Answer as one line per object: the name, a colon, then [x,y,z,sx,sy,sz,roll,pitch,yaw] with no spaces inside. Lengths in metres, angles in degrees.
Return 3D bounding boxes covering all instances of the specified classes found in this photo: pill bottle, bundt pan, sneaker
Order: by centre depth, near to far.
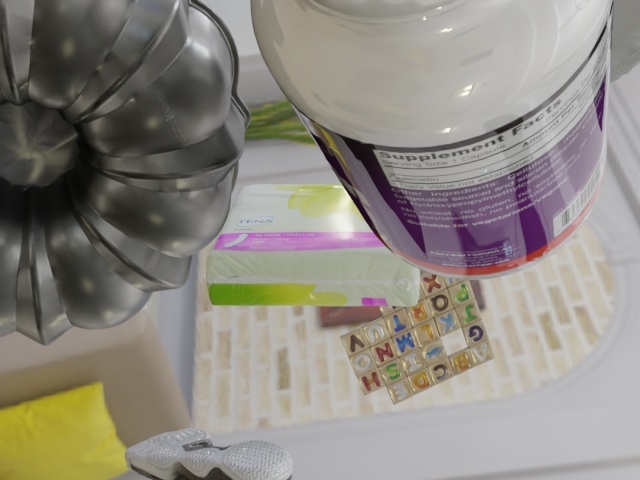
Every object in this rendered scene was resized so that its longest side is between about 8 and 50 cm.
pill bottle: [0.073,-0.104,0.493,0.323,0.182,0.181,51,29,-64]
bundt pan: [-0.202,-0.063,0.597,0.124,0.331,0.330,-119,-163,-59]
sneaker: [-0.141,0.326,1.064,0.101,0.269,0.153,-15,99,-51]

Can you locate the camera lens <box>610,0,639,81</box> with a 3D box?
camera lens: [0.219,-0.299,0.829,0.219,0.220,0.274,80,12,-46]

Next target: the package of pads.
package of pads: [0.000,0.000,1.252,0.229,0.297,0.101,-75,163,-60]

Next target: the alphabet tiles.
alphabet tiles: [0.160,0.163,1.441,0.009,0.237,0.198,-131,-163,-71]
